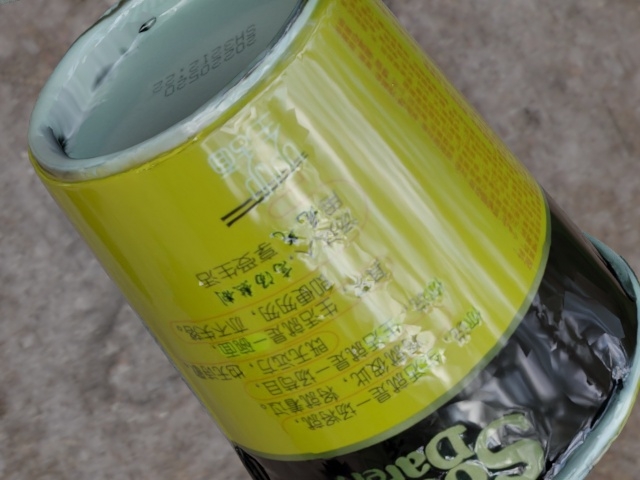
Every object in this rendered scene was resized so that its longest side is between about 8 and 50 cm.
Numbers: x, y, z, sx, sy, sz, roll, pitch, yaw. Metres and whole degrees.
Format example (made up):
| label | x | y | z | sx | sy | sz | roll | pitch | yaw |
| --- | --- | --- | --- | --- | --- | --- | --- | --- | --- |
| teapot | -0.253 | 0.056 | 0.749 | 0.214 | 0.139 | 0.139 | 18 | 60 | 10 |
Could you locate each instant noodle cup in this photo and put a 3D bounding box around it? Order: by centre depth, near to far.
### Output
| label | x | y | z | sx | sy | sz | roll | pitch | yaw |
| --- | --- | --- | --- | --- | --- | --- | --- | --- | --- |
| instant noodle cup | 0.000 | 0.000 | 0.627 | 0.236 | 0.215 | 0.216 | 50 | 46 | -32 |

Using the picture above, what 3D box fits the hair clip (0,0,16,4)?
| label | x | y | z | sx | sy | sz | roll | pitch | yaw |
| --- | --- | --- | --- | --- | --- | --- | --- | --- | --- |
| hair clip | -0.156 | -0.093 | 0.532 | 0.116 | 0.172 | 0.049 | -1 | 93 | -22 |
